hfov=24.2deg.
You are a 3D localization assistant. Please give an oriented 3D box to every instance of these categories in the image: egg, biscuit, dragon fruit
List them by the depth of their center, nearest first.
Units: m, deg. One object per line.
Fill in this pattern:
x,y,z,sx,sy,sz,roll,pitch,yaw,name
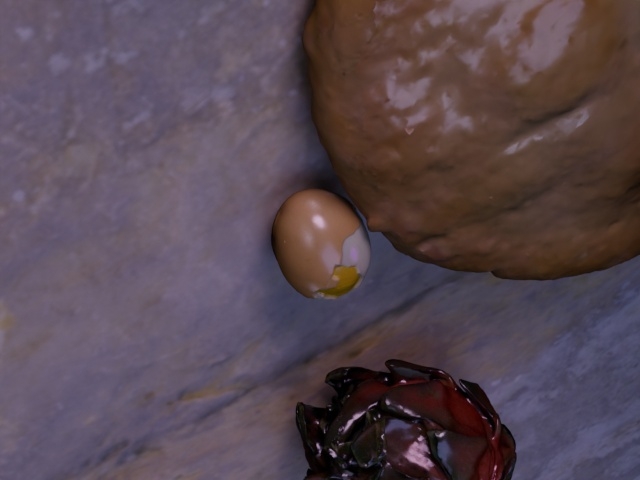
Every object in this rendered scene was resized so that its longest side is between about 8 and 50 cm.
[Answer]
0.203,-0.150,1.015,0.446,0.104,0.429,-37,135,8,biscuit
0.000,0.000,1.076,0.071,0.071,0.083,-23,135,-8,egg
0.074,0.187,1.224,0.182,0.182,0.188,-30,157,0,dragon fruit
